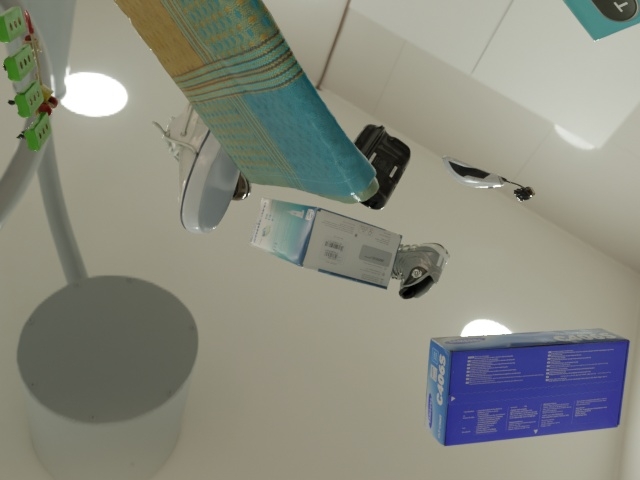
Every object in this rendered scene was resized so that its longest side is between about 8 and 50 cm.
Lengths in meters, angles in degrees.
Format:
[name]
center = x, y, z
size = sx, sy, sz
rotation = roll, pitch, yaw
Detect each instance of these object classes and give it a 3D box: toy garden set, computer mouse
[toy garden set]
center = -0.580, -0.325, 1.097
size = 0.049, 0.244, 0.204
rotation = -5, -148, -9
[computer mouse]
center = 0.325, -0.117, 1.110
size = 0.193, 0.042, 0.106
rotation = 23, -166, 12

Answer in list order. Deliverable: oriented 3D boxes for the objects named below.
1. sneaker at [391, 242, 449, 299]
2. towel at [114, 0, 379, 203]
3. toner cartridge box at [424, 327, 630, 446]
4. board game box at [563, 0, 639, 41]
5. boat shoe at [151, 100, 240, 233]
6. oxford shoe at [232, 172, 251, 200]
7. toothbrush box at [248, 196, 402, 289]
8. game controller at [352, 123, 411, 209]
[sneaker]
center = 0.182, 0.078, 1.318
size = 0.086, 0.228, 0.132
rotation = 47, -129, -32
[towel]
center = -0.109, -0.194, 0.536
size = 0.040, 0.370, 0.271
rotation = -45, -150, -16
[toner cartridge box]
center = 0.356, 0.246, 0.969
size = 0.347, 0.165, 0.075
rotation = 0, -172, -15
[board game box]
center = 0.273, -0.315, 0.412
size = 0.254, 0.336, 0.079
rotation = 44, -101, -13
[boat shoe]
center = -0.232, -0.191, 1.038
size = 0.156, 0.136, 0.367
rotation = 7, -106, 12
[oxford shoe]
center = -0.227, -0.195, 1.263
size = 0.227, 0.082, 0.096
rotation = 61, -170, -5
[toothbrush box]
center = 0.000, 0.000, 1.238
size = 0.216, 0.126, 0.295
rotation = 17, -179, -29
[game controller]
center = 0.147, -0.208, 1.539
size = 0.166, 0.067, 0.319
rotation = 39, -135, -6
